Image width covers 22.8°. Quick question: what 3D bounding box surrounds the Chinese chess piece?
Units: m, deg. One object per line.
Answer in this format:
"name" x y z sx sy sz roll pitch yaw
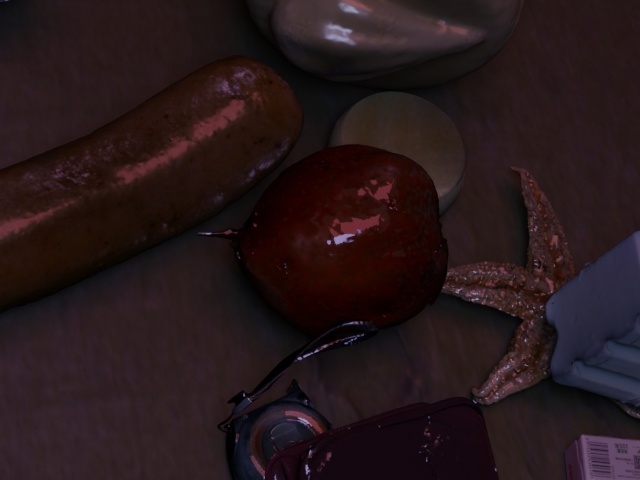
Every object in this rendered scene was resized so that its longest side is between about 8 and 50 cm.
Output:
"Chinese chess piece" 0.076 -0.080 1.593 0.144 0.058 0.144 7 59 -12

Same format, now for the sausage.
"sausage" -0.221 -0.030 1.424 0.501 0.136 0.123 -27 44 -27

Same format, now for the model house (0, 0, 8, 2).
"model house" -0.405 -0.337 1.550 0.261 0.241 0.226 -19 110 -14

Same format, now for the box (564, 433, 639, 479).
"box" 0.295 0.233 1.477 0.125 0.043 0.089 9 57 -13

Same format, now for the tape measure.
"tape measure" -0.010 0.153 1.361 0.104 0.180 0.107 -16 63 -43

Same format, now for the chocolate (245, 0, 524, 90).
"chocolate" 0.083 -0.298 1.572 0.314 0.326 0.297 35 42 -43

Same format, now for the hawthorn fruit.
"hawthorn fruit" 0.000 0.000 1.456 0.235 0.181 0.181 1 60 -12

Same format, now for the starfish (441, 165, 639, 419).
"starfish" 0.207 0.057 1.548 0.231 0.048 0.295 -10 69 -25

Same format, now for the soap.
"soap" 0.376 0.095 1.487 0.289 0.173 0.095 18 52 -24

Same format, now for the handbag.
"handbag" 0.066 0.253 1.337 0.203 0.074 0.216 -15 91 -33
